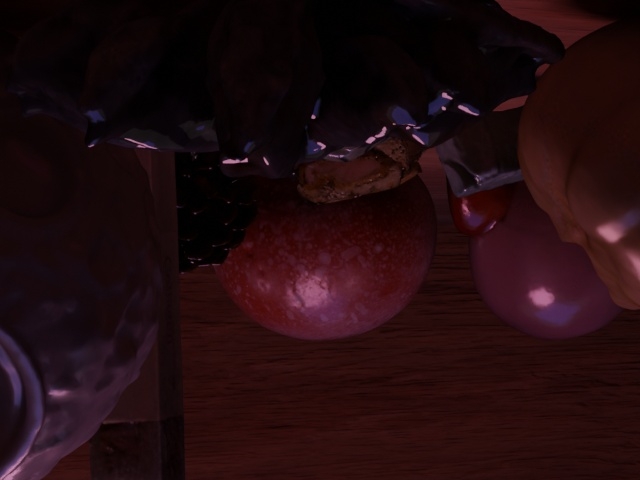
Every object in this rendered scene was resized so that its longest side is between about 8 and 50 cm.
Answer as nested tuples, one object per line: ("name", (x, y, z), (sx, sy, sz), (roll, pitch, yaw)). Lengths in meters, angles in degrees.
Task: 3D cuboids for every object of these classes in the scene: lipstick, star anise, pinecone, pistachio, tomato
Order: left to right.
("lipstick", (-0.183, 0.056, 1.689), (0.080, 0.371, 0.076), (-2, 178, 16))
("pinecone", (-0.139, -0.054, 1.802), (0.163, 0.163, 0.165), (-1, 162, -11))
("star anise", (-0.013, -0.115, 0.969), (0.316, 0.139, 0.359), (6, -167, 3))
("tomato", (0.000, 0.000, 2.003), (0.270, 0.227, 0.270), (2, -163, -1))
("pistachio", (0.271, -0.058, 1.212), (0.238, 0.229, 0.321), (-44, 161, 32))

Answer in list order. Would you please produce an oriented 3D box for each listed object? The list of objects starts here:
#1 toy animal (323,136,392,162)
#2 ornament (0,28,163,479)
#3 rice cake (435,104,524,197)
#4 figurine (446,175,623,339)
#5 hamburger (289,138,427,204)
("toy animal", (0.023, -0.111, 1.469), (0.176, 0.073, 0.217), (-16, 171, -1))
("ornament", (-0.270, 0.007, 1.171), (0.337, 0.337, 0.337), (-1, 177, 0))
("rice cake", (0.196, -0.093, 1.587), (0.206, 0.069, 0.063), (-17, 166, -33))
("figurine", (0.271, 0.011, 2.105), (0.261, 0.211, 0.270), (17, -177, 14))
("hamburger", (0.055, -0.094, 1.833), (0.102, 0.087, 0.176), (-18, -179, -44))
